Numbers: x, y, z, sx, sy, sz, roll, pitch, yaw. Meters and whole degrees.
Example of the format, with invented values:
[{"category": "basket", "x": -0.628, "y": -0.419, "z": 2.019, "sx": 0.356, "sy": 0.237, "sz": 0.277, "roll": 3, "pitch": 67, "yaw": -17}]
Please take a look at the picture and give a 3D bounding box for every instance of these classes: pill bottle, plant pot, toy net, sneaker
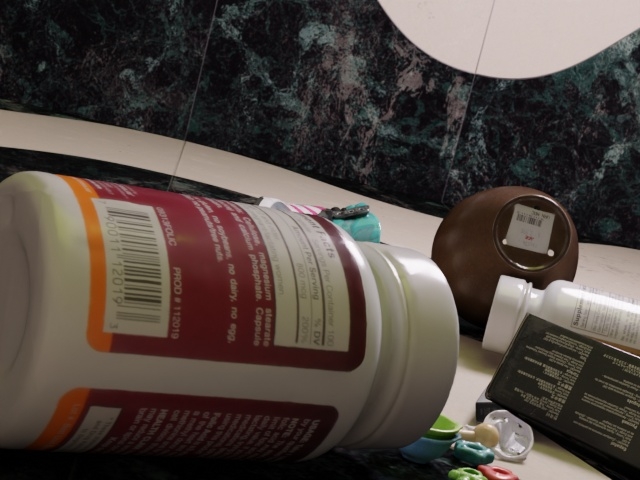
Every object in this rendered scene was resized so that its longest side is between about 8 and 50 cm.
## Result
[{"category": "pill bottle", "x": -0.091, "y": 0.075, "z": 1.221, "sx": 0.392, "sy": 0.224, "sz": 0.224, "roll": 9, "pitch": 10, "yaw": -32}, {"category": "plant pot", "x": 0.275, "y": 0.009, "z": 2.009, "sx": 0.215, "sy": 0.215, "sz": 0.230, "roll": 14, "pitch": -11, "yaw": 0}, {"category": "toy net", "x": 0.164, "y": 0.198, "z": 1.423, "sx": 0.122, "sy": 0.045, "sz": 0.232, "roll": 20, "pitch": 10, "yaw": 33}, {"category": "pill bottle", "x": 0.334, "y": 0.123, "z": 1.869, "sx": 0.229, "sy": 0.131, "sz": 0.131, "roll": 15, "pitch": 9, "yaw": 8}, {"category": "sneaker", "x": 0.000, "y": 0.000, "z": 2.187, "sx": 0.178, "sy": 0.123, "sz": 0.295, "roll": 6, "pitch": 6, "yaw": 14}]

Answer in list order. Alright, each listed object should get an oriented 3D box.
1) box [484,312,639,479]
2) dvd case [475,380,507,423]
[{"category": "box", "x": 0.377, "y": 0.209, "z": 1.192, "sx": 0.395, "sy": 0.097, "sz": 0.318, "roll": 22, "pitch": -10, "yaw": 44}, {"category": "dvd case", "x": 0.306, "y": 0.178, "z": 1.614, "sx": 0.239, "sy": 0.029, "sz": 0.179, "roll": -2, "pitch": 4, "yaw": 14}]
